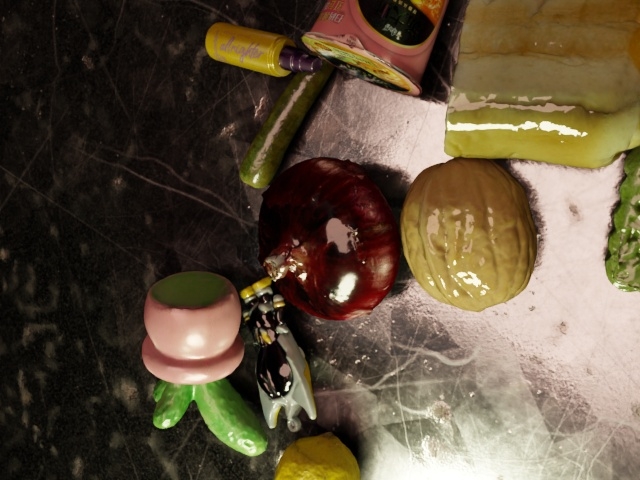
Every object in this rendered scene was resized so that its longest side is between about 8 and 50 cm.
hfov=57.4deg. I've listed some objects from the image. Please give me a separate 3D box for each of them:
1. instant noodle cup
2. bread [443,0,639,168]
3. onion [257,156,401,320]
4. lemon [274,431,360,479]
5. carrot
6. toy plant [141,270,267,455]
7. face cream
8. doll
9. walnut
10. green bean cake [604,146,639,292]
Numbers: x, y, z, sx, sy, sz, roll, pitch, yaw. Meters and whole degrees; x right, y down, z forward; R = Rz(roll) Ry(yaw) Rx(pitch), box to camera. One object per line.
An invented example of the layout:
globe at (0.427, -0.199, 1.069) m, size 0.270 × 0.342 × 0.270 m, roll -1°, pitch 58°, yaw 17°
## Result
instant noodle cup at (0.120, -0.410, 0.998) m, size 0.243 × 0.244 × 0.255 m, roll 27°, pitch 97°, yaw 20°
bread at (0.372, -0.243, 0.893) m, size 0.340 × 0.210 × 0.301 m, roll 4°, pitch 65°, yaw 19°
onion at (0.000, 0.000, 1.064) m, size 0.313 × 0.232 × 0.314 m, roll 15°, pitch 112°, yaw 41°
lemon at (-0.007, 0.487, 1.163) m, size 0.180 × 0.180 × 0.193 m, roll 30°, pitch 128°, yaw 19°
carrot at (-0.056, -0.262, 1.166) m, size 0.074 × 0.074 × 0.359 m, roll 38°, pitch 108°, yaw 17°
toy plant at (-0.248, 0.258, 1.228) m, size 0.316 × 0.210 × 0.357 m, roll 16°, pitch 110°, yaw 28°
face cream at (-0.109, -0.368, 1.145) m, size 0.273 × 0.078 × 0.078 m, roll 25°, pitch 105°, yaw 33°
doll at (-0.096, 0.239, 1.216) m, size 0.145 × 0.103 × 0.317 m, roll -23°, pitch 79°, yaw 19°
walnut at (0.243, -0.009, 0.972) m, size 0.224 × 0.225 × 0.261 m, roll -9°, pitch 94°, yaw 25°
green bean cake at (0.559, -0.031, 0.875) m, size 0.222 × 0.125 × 0.248 m, roll 8°, pitch 98°, yaw 24°
